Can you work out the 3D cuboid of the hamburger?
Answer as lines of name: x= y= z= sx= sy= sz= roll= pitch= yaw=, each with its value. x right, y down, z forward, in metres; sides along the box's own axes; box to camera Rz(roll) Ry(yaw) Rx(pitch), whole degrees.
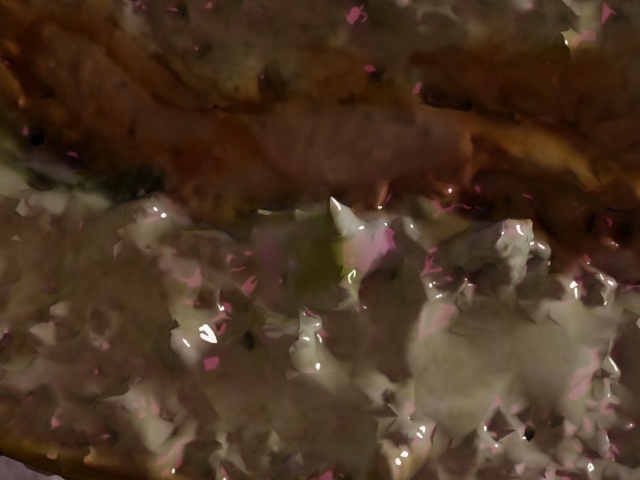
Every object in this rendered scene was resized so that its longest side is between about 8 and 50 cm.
hamburger: x=0.000 y=0.000 z=0.804 sx=0.287 sy=0.445 sz=0.268 roll=52 pitch=45 yaw=-78
